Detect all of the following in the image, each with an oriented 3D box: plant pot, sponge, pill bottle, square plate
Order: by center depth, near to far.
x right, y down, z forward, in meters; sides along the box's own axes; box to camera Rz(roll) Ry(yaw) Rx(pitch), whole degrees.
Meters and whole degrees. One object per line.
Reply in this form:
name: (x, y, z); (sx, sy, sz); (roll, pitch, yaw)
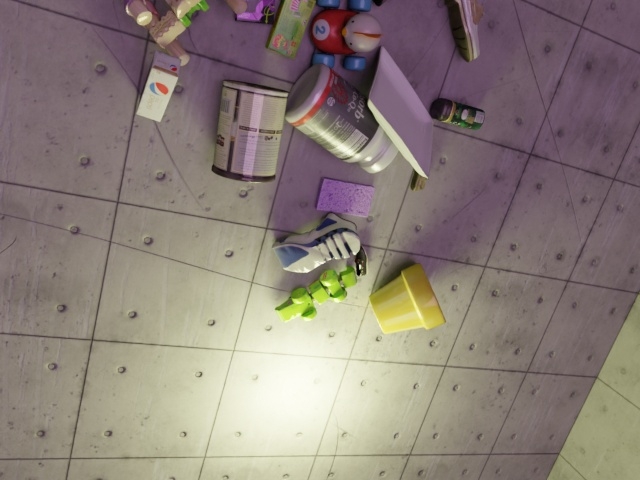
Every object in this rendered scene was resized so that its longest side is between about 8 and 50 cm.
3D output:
pill bottle: (0.077, -0.383, 1.706); (0.363, 0.210, 0.210); (31, 98, -30)
square plate: (0.264, -0.420, 1.736); (0.049, 0.344, 0.347); (-22, 126, 34)
sponge: (0.090, -0.155, 1.906); (0.210, 0.031, 0.117); (7, 108, -23)
plant pot: (0.328, 0.247, 2.052); (0.239, 0.254, 0.254); (-24, 118, 7)

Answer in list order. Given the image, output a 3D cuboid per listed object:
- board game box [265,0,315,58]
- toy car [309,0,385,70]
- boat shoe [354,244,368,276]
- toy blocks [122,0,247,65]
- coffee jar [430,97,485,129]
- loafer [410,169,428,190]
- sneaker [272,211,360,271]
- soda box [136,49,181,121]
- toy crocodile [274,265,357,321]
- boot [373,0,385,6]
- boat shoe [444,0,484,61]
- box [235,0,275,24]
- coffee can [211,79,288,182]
board game box: (-0.093, -0.663, 1.616); (0.092, 0.043, 0.181); (15, 109, -25)
toy car: (0.095, -0.630, 1.597); (0.210, 0.238, 0.219); (-2, 111, -20)
boat shoe: (0.154, 0.079, 2.015); (0.042, 0.049, 0.133); (-20, 121, -21)
toy blocks: (-0.403, -0.691, 1.383); (0.288, 0.309, 0.260); (-38, 77, 6)
coffee jar: (0.492, -0.456, 1.898); (0.184, 0.096, 0.079); (9, 105, -23)
loafer: (0.379, -0.253, 1.965); (0.050, 0.056, 0.148); (5, 119, -23)
sneaker: (0.001, 0.000, 1.886); (0.315, 0.182, 0.128); (-13, 117, 18)
soda box: (-0.460, -0.432, 1.491); (0.073, 0.216, 0.069); (15, 60, -24)
toy crocodile: (-0.013, 0.199, 1.981); (0.340, 0.105, 0.115); (-30, 119, -1)
boot: (0.253, -0.820, 1.594); (0.178, 0.236, 0.085); (-35, 95, -9)
boat shoe: (0.496, -0.759, 1.767); (0.103, 0.113, 0.302); (-25, 117, -3)
box: (-0.190, -0.729, 1.554); (0.116, 0.029, 0.162); (-3, 116, -20)
coffee can: (-0.217, -0.335, 1.620); (0.201, 0.201, 0.276); (4, 109, -22)
